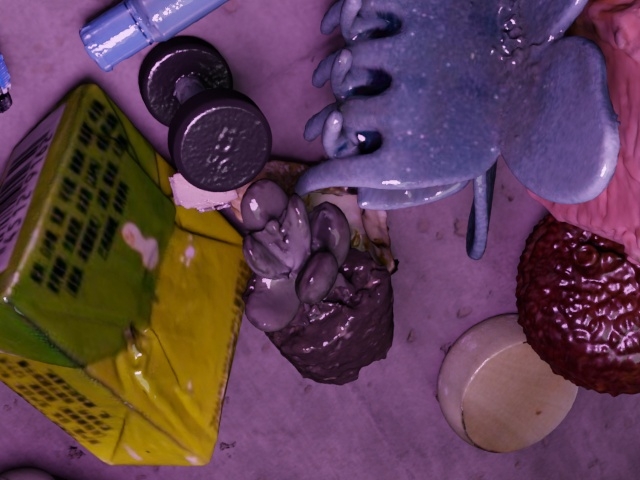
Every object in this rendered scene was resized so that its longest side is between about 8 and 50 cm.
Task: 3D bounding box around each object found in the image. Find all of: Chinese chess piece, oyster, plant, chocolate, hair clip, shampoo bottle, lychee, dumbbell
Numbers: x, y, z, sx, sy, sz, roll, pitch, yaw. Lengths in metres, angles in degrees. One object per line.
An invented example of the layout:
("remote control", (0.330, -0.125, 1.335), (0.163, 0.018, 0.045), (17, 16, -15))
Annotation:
("Chinese chess piece", (0.243, 0.186, 1.703), (0.188, 0.083, 0.189), (-10, 119, -18))
("oyster", (-0.006, 0.000, 1.508), (0.166, 0.094, 0.294), (-25, 141, -9))
("plant", (-0.016, 0.043, 1.351), (0.149, 0.146, 0.274), (-48, 153, -11))
("chocolate", (-0.218, 0.047, 1.331), (0.137, 0.301, 0.289), (-21, 129, 31))
("hair clip", (0.121, -0.175, 1.306), (0.238, 0.392, 0.319), (10, 79, -9))
("shampoo bottle", (-0.122, -0.256, 1.305), (0.258, 0.104, 0.061), (-32, 106, 0))
("lychee", (0.364, 0.063, 1.575), (0.260, 0.260, 0.261), (-9, 121, -15))
("dumbbell", (-0.120, -0.131, 1.322), (0.100, 0.191, 0.100), (-9, 120, -16))

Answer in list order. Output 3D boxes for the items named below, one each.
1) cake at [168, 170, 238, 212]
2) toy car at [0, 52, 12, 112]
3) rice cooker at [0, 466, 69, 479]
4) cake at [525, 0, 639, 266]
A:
("cake", (-0.114, -0.081, 1.391), (0.065, 0.121, 0.052), (-10, 120, 15))
("toy car", (-0.392, -0.148, 1.285), (0.170, 0.070, 0.080), (-21, 123, -10))
("rice cooker", (-0.276, 0.449, 1.513), (0.325, 0.335, 0.335), (27, 106, -28))
("cake", (0.385, -0.158, 1.412), (0.293, 0.314, 0.307), (-12, 118, -15))
